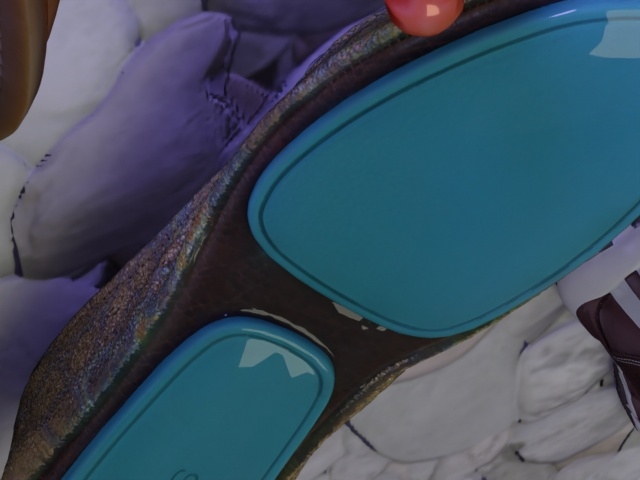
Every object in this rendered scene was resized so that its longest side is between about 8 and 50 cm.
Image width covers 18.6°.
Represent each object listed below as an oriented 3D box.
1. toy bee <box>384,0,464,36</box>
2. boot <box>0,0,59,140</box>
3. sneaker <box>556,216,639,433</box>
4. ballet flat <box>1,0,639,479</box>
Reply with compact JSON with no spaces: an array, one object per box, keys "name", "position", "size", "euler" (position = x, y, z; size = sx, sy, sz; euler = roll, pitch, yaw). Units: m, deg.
[{"name":"toy bee","position":[0.027,-0.131,0.527],"size":[0.298,0.162,0.195],"euler":[-42,145,15]},{"name":"boot","position":[-0.068,-0.174,0.404],"size":[0.283,0.109,0.220],"euler":[78,33,-51]},{"name":"sneaker","position":[0.212,0.097,0.927],"size":[0.106,0.162,0.281],"euler":[-39,143,11]},{"name":"ballet flat","position":[0.000,0.000,0.695],"size":[0.123,0.123,0.348],"euler":[13,131,-44]}]
